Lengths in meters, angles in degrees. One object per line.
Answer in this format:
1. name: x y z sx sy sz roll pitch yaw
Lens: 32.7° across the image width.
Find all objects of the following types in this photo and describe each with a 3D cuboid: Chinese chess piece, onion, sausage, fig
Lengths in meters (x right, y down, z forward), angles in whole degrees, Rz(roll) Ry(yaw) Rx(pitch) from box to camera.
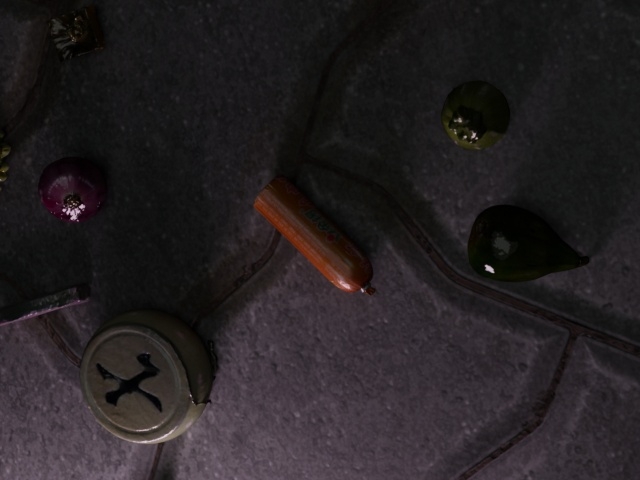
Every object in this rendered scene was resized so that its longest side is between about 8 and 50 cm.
1. Chinese chess piece: -0.292 0.227 1.833 0.238 0.092 0.237 3 99 19
2. onion: -0.415 -0.088 1.828 0.115 0.115 0.104 -54 36 19
3. sausage: 0.000 0.000 1.699 0.234 0.071 0.071 44 110 8
4. fig: 0.303 0.014 1.580 0.178 0.117 0.117 17 105 6

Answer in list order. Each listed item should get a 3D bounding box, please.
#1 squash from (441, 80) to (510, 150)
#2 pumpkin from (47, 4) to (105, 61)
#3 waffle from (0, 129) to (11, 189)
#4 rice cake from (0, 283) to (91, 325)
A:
1. squash: 0.210 -0.174 1.559 0.105 0.132 0.105 3 101 18
2. pumpkin: -0.402 -0.340 1.797 0.083 0.054 0.074 -16 98 17
3. waffle: -0.628 -0.148 1.921 0.184 0.036 0.169 29 110 15
4. rice cake: -0.496 0.115 1.915 0.207 0.047 0.036 -16 78 20
